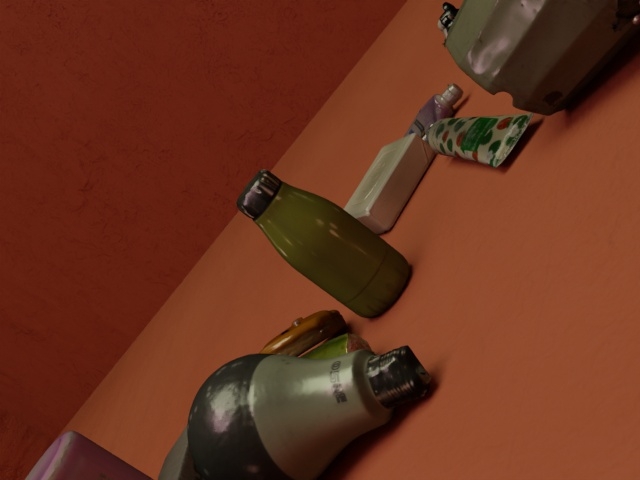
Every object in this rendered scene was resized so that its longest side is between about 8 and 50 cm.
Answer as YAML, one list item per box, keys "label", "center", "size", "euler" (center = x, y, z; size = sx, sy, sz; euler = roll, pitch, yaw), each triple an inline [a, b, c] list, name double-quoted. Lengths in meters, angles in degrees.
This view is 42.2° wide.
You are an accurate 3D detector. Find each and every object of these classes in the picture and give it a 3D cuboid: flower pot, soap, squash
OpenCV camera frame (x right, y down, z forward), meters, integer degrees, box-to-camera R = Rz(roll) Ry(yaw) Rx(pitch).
- label: "flower pot"
  center: [0.303, -0.308, 1.030]
  size: [0.259, 0.290, 0.290]
  euler: [-60, 6, 37]
- label: "soap"
  center: [0.118, -0.095, 1.474]
  size: [0.183, 0.064, 0.121]
  euler: [-58, 16, -19]
- label: "squash"
  center: [-0.013, 0.197, 1.146]
  size: [0.250, 0.083, 0.083]
  euler: [-38, 19, 40]

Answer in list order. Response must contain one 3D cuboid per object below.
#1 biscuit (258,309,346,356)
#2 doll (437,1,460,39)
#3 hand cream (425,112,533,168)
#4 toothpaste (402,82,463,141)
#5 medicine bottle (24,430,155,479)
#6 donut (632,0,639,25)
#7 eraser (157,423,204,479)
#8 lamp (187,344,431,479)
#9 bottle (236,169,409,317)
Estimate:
- label: "biscuit"
  center: [-0.042, 0.152, 1.249]
  size: [0.170, 0.050, 0.170]
  euler: [-32, -7, -4]
- label: "doll"
  center: [0.288, -0.443, 1.736]
  size: [0.067, 0.091, 0.219]
  euler: [-48, 12, 25]
- label: "hand cream"
  center: [0.232, -0.155, 1.259]
  size: [0.095, 0.059, 0.276]
  euler: [-56, 17, -3]
- label: "toothpaste"
  center: [0.164, -0.181, 1.584]
  size: [0.301, 0.048, 0.075]
  euler: [-48, 17, 30]
- label: "medicine bottle"
  center: [-0.202, 0.354, 0.898]
  size: [0.178, 0.291, 0.178]
  euler: [-49, 13, 15]
- label: "donut"
  center: [0.416, -0.261, 0.709]
  size: [0.345, 0.136, 0.259]
  euler: [-46, 18, 24]
- label: "eraser"
  center: [-0.173, 0.380, 1.136]
  size: [0.077, 0.111, 0.352]
  euler: [-47, 14, 17]
- label: "lamp"
  center: [-0.026, 0.188, 0.991]
  size: [0.314, 0.182, 0.182]
  euler: [-43, 16, 20]
- label: "bottle"
  center: [0.000, 0.000, 1.189]
  size: [0.112, 0.260, 0.112]
  euler: [-49, 14, 16]
